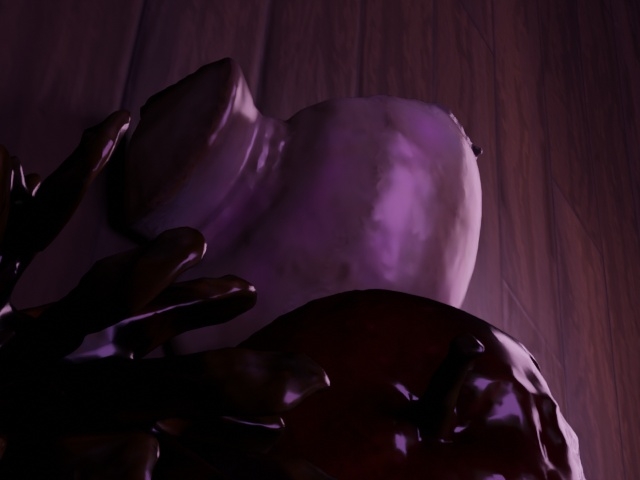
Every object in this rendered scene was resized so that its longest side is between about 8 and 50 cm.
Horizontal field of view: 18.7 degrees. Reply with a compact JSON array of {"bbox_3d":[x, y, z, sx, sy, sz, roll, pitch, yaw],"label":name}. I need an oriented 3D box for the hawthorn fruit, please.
[{"bbox_3d":[0.028,0.121,0.904,0.266,0.210,0.230,100,0,-57],"label":"hawthorn fruit"}]

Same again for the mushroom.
[{"bbox_3d":[0.011,0.017,1.071,0.236,0.162,0.173,45,28,-42],"label":"mushroom"}]

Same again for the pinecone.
[{"bbox_3d":[-0.087,0.083,0.685,0.201,0.229,0.202,41,48,15],"label":"pinecone"}]
